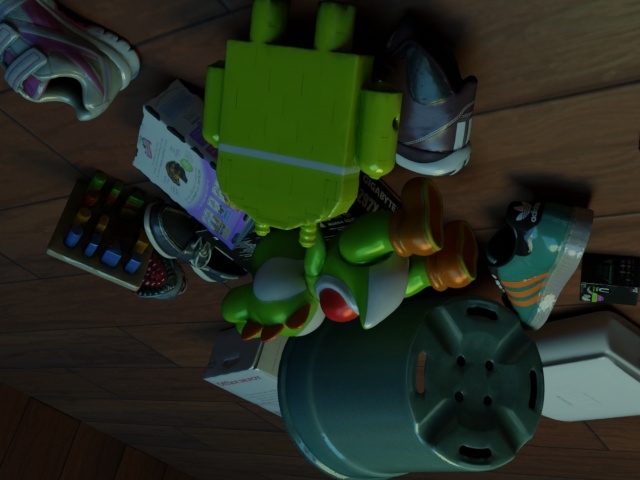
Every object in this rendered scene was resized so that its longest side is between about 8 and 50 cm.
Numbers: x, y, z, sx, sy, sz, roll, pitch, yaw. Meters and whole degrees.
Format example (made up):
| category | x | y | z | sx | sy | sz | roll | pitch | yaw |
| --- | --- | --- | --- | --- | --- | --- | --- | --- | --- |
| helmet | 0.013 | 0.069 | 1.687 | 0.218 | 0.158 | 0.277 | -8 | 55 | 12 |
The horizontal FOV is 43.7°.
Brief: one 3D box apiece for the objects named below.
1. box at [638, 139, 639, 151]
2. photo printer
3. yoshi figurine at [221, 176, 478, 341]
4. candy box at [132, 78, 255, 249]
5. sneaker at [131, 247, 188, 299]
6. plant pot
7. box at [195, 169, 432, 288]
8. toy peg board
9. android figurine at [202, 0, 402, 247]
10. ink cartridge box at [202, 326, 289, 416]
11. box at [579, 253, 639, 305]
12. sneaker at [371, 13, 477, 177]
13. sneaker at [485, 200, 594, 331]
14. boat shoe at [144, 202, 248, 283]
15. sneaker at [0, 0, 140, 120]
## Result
| category | x | y | z | sx | sy | sz | roll | pitch | yaw |
| --- | --- | --- | --- | --- | --- | --- | --- | --- | --- |
| box | 0.426 | -0.109 | 0.927 | 0.083 | 0.018 | 0.067 | 23 | 151 | -15 |
| photo printer | 0.459 | 0.239 | 1.447 | 0.256 | 0.107 | 0.308 | 32 | 148 | -28 |
| yoshi figurine | 0.022 | 0.021 | 1.102 | 0.362 | 0.203 | 0.203 | -21 | 177 | 28 |
| candy box | -0.160 | -0.101 | 1.108 | 0.196 | 0.070 | 0.165 | 41 | 151 | 2 |
| sneaker | -0.291 | 0.058 | 1.481 | 0.125 | 0.104 | 0.262 | 23 | 177 | -30 |
| plant pot | 0.154 | 0.229 | 1.284 | 0.341 | 0.341 | 0.334 | 27 | 158 | -21 |
| box | 0.000 | 0.000 | 1.277 | 0.322 | 0.079 | 0.257 | -10 | 144 | 39 |
| toy peg board | -0.346 | -0.026 | 1.330 | 0.161 | 0.160 | 0.079 | 26 | 135 | -18 |
| android figurine | -0.030 | -0.129 | 0.888 | 0.248 | 0.272 | 0.056 | 12 | -164 | 27 |
| ink cartridge box | -0.072 | 0.307 | 1.811 | 0.306 | 0.131 | 0.226 | 33 | 148 | -27 |
| box | 0.433 | 0.059 | 1.192 | 0.083 | 0.052 | 0.062 | 5 | 151 | 18 |
| sneaker | 0.052 | -0.191 | 0.912 | 0.282 | 0.106 | 0.162 | 19 | 129 | 13 |
| sneaker | 0.299 | 0.033 | 1.171 | 0.121 | 0.108 | 0.302 | 18 | 149 | 10 |
| boat shoe | -0.208 | 0.008 | 1.372 | 0.079 | 0.095 | 0.254 | -1 | 151 | 26 |
| sneaker | -0.355 | -0.237 | 0.985 | 0.252 | 0.111 | 0.103 | 26 | 150 | -18 |
